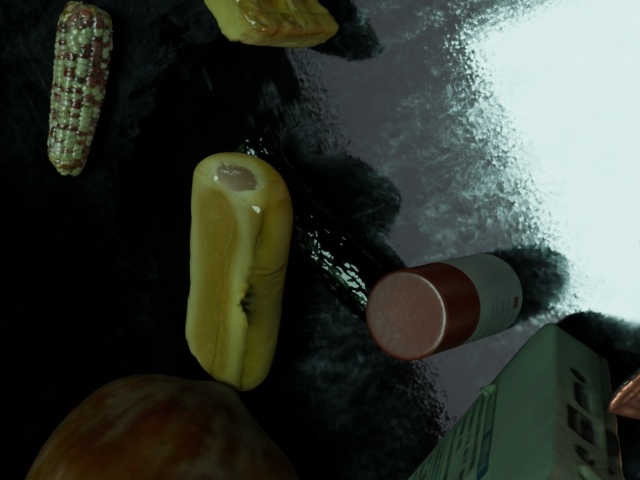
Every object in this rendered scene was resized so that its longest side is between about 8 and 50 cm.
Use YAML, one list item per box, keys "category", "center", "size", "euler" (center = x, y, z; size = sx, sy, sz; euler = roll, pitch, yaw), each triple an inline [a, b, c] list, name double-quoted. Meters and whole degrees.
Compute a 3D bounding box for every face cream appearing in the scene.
- category: "face cream"
  center: [0.137, 0.068, 1.238]
  size: [0.096, 0.214, 0.095]
  euler: [2, 94, 29]

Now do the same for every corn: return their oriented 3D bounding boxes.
- category: "corn"
  center: [-0.331, -0.204, 1.555]
  size: [0.079, 0.079, 0.237]
  euler: [18, 102, 27]

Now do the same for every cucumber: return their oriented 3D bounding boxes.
- category: "cucumber"
  center: [0.000, 0.000, 1.390]
  size: [0.081, 0.072, 0.303]
  euler: [-45, 73, 23]

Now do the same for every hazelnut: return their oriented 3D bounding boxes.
- category: "hazelnut"
  center: [-0.206, 0.350, 1.403]
  size: [0.366, 0.366, 0.365]
  euler: [2, 95, 29]

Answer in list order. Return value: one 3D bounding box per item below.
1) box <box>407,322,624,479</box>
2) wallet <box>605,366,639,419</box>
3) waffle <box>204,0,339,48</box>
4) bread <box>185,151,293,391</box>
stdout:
- category: "box"
  center: [0.148, 0.299, 1.149]
  size: [0.111, 0.396, 0.396]
  euler: [35, 111, -2]
- category: "wallet"
  center: [0.437, 0.065, 1.074]
  size: [0.323, 0.247, 0.041]
  euler: [-54, 42, 26]
- category: "waffle"
  center: [-0.107, -0.340, 1.372]
  size: [0.057, 0.168, 0.274]
  euler: [-42, 75, 31]
- category: "bread"
  center: [-0.097, 0.038, 1.388]
  size: [0.142, 0.091, 0.305]
  euler: [40, 136, 36]
